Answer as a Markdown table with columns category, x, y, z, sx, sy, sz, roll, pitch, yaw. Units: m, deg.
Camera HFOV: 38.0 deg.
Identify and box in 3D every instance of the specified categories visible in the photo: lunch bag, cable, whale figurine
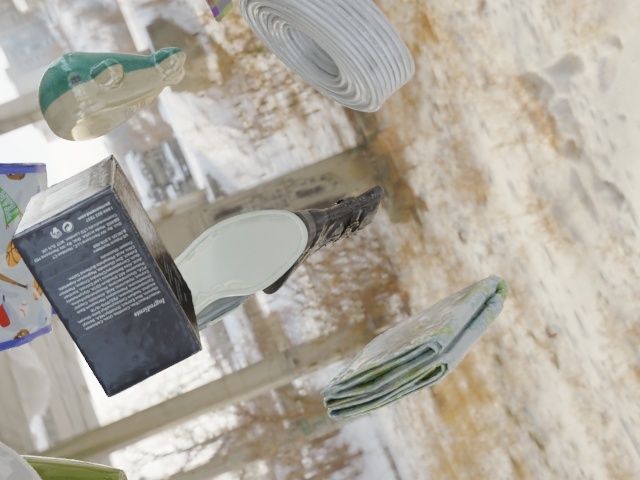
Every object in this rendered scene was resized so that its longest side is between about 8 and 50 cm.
| category | x | y | z | sx | sy | sz | roll | pitch | yaw |
| --- | --- | --- | --- | --- | --- | --- | --- | --- | --- |
| lunch bag | -0.623 | 0.030 | 1.562 | 0.239 | 0.385 | 0.328 | 6 | 100 | 38 |
| cable | 0.007 | -0.285 | 1.286 | 0.257 | 0.089 | 0.257 | 33 | 169 | 35 |
| whale figurine | -0.378 | -0.290 | 1.672 | 0.141 | 0.272 | 0.216 | 60 | 167 | 7 |

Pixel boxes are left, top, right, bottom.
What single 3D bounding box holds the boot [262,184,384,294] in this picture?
| category | x | y | z | sx | sy | sz | roll | pitch | yaw |
| --- | --- | --- | --- | --- | --- | --- | --- | --- | --- |
| boot | 0.000 | 0.000 | 1.848 | 0.091 | 0.229 | 0.263 | 56 | 136 | 16 |

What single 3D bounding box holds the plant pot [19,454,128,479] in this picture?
| category | x | y | z | sx | sy | sz | roll | pitch | yaw |
| --- | --- | --- | --- | --- | --- | --- | --- | --- | --- |
| plant pot | -0.483 | 0.489 | 1.611 | 0.275 | 0.293 | 0.274 | 172 | 90 | -87 |

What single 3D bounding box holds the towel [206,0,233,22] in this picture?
| category | x | y | z | sx | sy | sz | roll | pitch | yaw |
| --- | --- | --- | --- | --- | --- | --- | --- | --- | --- |
| towel | -0.217 | -0.515 | 1.996 | 0.009 | 0.060 | 0.083 | 33 | 165 | 28 |

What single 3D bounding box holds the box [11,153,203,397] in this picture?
| category | x | y | z | sx | sy | sz | roll | pitch | yaw |
| --- | --- | --- | --- | --- | --- | --- | --- | --- | --- |
| box | -0.182 | 0.025 | 0.807 | 0.158 | 0.093 | 0.156 | 63 | 177 | -18 |

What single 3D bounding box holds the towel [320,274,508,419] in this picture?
| category | x | y | z | sx | sy | sz | roll | pitch | yaw |
| --- | --- | --- | --- | --- | --- | --- | --- | --- | --- |
| towel | 0.198 | 0.220 | 1.884 | 0.090 | 0.320 | 0.374 | 58 | -146 | -2 |

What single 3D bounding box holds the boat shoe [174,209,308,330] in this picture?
| category | x | y | z | sx | sy | sz | roll | pitch | yaw |
| --- | --- | --- | --- | --- | --- | --- | --- | --- | --- |
| boat shoe | -0.162 | 0.061 | 1.361 | 0.116 | 0.319 | 0.099 | 54 | 168 | 7 |

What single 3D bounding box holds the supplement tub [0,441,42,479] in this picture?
| category | x | y | z | sx | sy | sz | roll | pitch | yaw |
| --- | --- | --- | --- | --- | --- | --- | --- | --- | --- |
| supplement tub | -0.517 | 0.424 | 1.193 | 0.228 | 0.316 | 0.228 | 40 | -171 | -8 |
